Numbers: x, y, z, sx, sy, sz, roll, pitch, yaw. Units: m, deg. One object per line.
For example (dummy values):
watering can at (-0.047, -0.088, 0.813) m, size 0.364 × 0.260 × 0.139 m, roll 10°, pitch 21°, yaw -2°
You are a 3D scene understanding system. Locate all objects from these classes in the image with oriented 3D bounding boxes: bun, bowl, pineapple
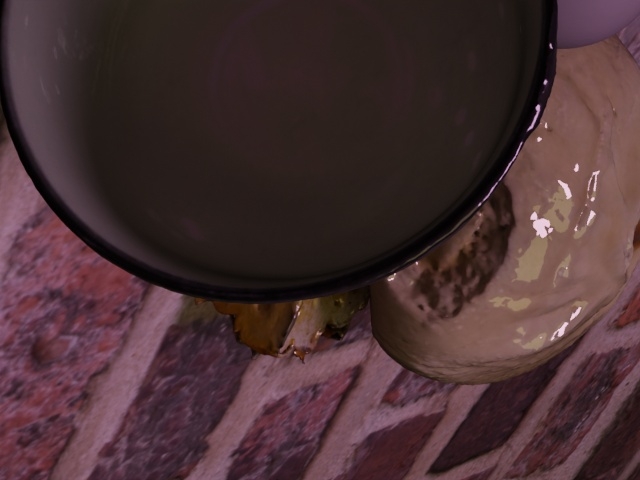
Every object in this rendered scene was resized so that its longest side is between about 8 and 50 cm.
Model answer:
bun at (0.198, -0.030, 1.621) m, size 0.364 × 0.202 × 0.364 m, roll -50°, pitch 154°, yaw -36°
bowl at (-0.016, -0.119, 1.182) m, size 0.354 × 0.354 × 0.185 m, roll -42°, pitch 166°, yaw 1°
pineapple at (0.000, 0.000, 1.640) m, size 0.236 × 0.114 × 0.186 m, roll -42°, pitch 155°, yaw -22°

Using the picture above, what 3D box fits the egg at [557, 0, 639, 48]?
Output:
egg at (0.193, -0.244, 1.426) m, size 0.176 × 0.176 × 0.232 m, roll -38°, pitch 161°, yaw -6°
